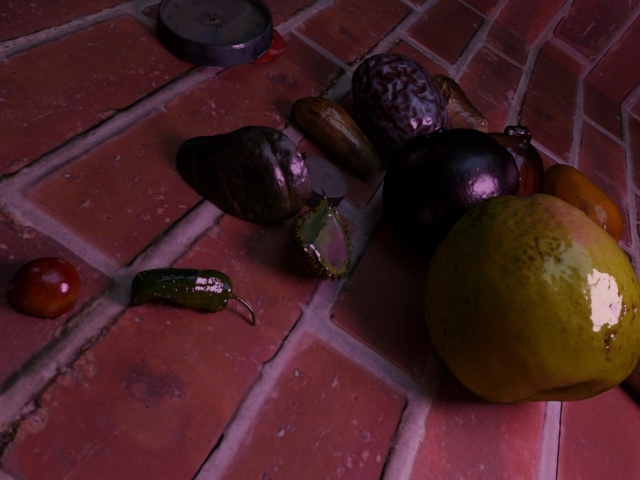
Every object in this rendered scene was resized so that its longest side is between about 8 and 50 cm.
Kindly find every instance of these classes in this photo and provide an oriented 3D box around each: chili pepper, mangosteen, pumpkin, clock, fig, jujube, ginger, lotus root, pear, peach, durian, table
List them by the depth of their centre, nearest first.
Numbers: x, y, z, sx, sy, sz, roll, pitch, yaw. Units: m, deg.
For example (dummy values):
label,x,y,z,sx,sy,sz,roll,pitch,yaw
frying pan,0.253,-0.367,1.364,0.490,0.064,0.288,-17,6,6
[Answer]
label,x,y,z,sx,sy,sz,roll,pitch,yaw
peach,-0.376,0.056,0.907,0.098,0.061,0.098,24,42,-23
chili pepper,-0.189,0.075,1.025,0.204,0.073,0.072,9,29,-31
pear,0.364,0.097,1.159,0.391,0.391,0.390,21,39,-18
durian,-0.006,0.006,1.222,0.137,0.096,0.220,62,27,-23
pumpkin,-0.149,-0.149,1.223,0.279,0.163,0.111,40,36,9
table,-0.008,-0.124,1.401,0.134,0.043,0.133,21,38,-17
mangosteen,0.278,-0.086,1.404,0.297,0.313,0.296,-13,33,8
lotus root,0.043,-0.252,1.544,0.258,0.097,0.110,42,34,4
clock,-0.250,-0.522,1.579,0.281,0.055,0.280,5,51,-7
jujube,0.199,-0.333,1.663,0.226,0.226,0.316,9,49,-30
chili pepper,-0.163,-0.492,1.665,0.086,0.084,0.192,25,29,16
fig,0.477,-0.179,1.708,0.235,0.215,0.235,46,21,-24
ginger,0.388,-0.369,1.913,0.221,0.130,0.275,26,35,-29

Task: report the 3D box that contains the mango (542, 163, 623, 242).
label,x,y,z,sx,sy,sz,roll,pitch,yaw
mango,0.724,-0.105,1.858,0.187,0.144,0.359,24,30,-33

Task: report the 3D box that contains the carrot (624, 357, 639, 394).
label,x,y,z,sx,sy,sz,roll,pitch,yaw
carrot,0.699,0.235,1.469,0.139,0.138,0.301,12,32,-27
